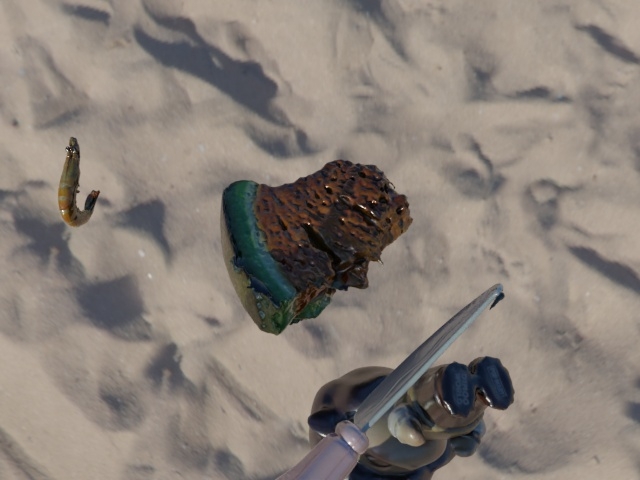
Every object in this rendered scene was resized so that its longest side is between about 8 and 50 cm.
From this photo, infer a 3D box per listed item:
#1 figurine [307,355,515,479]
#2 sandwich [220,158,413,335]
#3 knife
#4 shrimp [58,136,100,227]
[{"bbox_3d":[0.131,0.272,1.410,0.218,0.365,0.206,-21,91,-32],"label":"figurine"},{"bbox_3d":[0.000,0.000,1.516,0.301,0.162,0.250,-23,55,-11],"label":"sandwich"},{"bbox_3d":[0.054,0.161,0.949,0.336,0.081,0.043,-43,98,-14],"label":"knife"},{"bbox_3d":[-0.339,-0.082,1.414,0.025,0.091,0.127,6,99,18],"label":"shrimp"}]
